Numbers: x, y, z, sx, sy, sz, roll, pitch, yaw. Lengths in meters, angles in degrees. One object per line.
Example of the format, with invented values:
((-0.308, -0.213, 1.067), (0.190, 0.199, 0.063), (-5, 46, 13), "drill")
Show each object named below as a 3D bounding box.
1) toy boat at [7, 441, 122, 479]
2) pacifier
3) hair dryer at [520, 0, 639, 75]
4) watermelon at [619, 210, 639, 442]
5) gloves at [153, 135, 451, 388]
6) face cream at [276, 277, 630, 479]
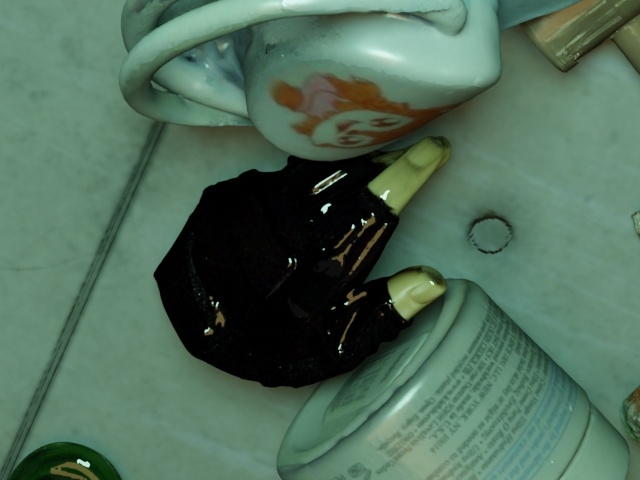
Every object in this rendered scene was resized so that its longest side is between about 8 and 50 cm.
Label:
((-0.188, 0.240, 1.236), (0.104, 0.052, 0.210), (12, 110, 5), "toy boat")
((0.012, -0.176, 0.978), (0.244, 0.299, 0.233), (10, 70, -29), "pacifier")
((0.209, -0.117, 1.057), (0.117, 0.064, 0.181), (-37, 110, 16), "hair dryer")
((0.256, 0.062, 1.097), (0.121, 0.098, 0.158), (2, 107, 6), "watermelon")
((0.000, 0.000, 1.083), (0.164, 0.124, 0.203), (49, 126, 18), "gloves")
((0.081, 0.132, 1.096), (0.177, 0.177, 0.153), (-41, 99, 18), "face cream")
